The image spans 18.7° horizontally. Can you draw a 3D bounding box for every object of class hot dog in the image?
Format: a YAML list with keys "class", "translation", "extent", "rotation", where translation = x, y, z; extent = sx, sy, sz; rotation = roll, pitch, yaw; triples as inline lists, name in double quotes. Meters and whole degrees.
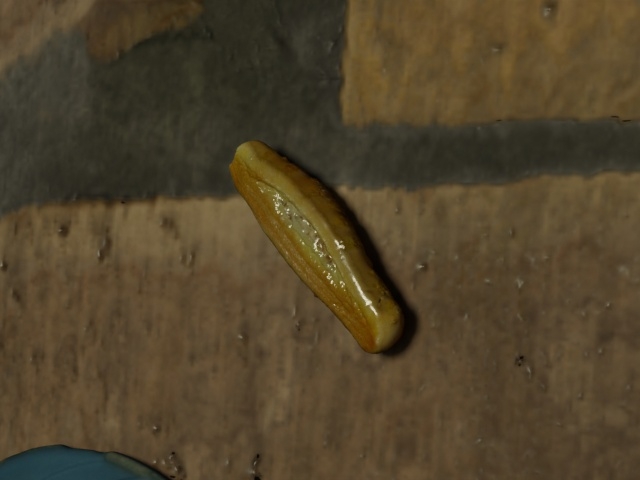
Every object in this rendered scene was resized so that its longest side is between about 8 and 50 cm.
- class: "hot dog"
  translation: [0.000, 0.000, 0.985]
  extent: [0.137, 0.028, 0.044]
  rotation: [51, 141, 30]

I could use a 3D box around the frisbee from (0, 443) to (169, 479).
- class: "frisbee"
  translation: [-0.148, 0.257, 1.060]
  extent: [0.289, 0.049, 0.289]
  rotation: [-3, 85, 36]
